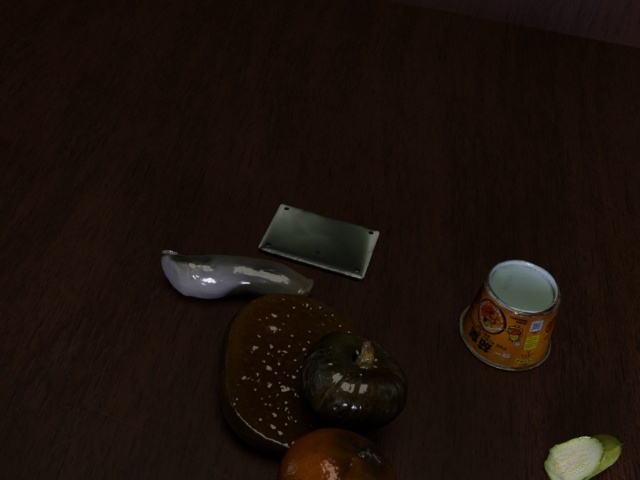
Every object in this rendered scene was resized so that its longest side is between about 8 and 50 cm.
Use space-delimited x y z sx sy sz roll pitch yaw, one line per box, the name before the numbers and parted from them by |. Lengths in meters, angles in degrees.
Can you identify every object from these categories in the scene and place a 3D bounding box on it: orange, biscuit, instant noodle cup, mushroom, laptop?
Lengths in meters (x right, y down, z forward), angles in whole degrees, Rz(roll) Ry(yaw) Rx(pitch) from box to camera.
orange | 0.033 0.436 1.528 0.224 0.170 0.224 29 18 -11
biscuit | -0.040 0.281 1.776 0.351 0.070 0.394 14 43 -5
instant noodle cup | 0.434 0.159 1.917 0.216 0.172 0.215 4 44 -4
mushroom | -0.187 0.083 1.942 0.352 0.097 0.109 7 44 -7
laptop | 0.000 0.000 2.119 0.269 0.015 0.187 16 43 7

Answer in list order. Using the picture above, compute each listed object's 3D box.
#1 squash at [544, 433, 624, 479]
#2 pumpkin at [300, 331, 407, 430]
squash | 0.552 0.427 1.728 0.200 0.075 0.090 -18 24 -28
pumpkin | 0.069 0.262 1.650 0.219 0.162 0.219 21 25 -10
